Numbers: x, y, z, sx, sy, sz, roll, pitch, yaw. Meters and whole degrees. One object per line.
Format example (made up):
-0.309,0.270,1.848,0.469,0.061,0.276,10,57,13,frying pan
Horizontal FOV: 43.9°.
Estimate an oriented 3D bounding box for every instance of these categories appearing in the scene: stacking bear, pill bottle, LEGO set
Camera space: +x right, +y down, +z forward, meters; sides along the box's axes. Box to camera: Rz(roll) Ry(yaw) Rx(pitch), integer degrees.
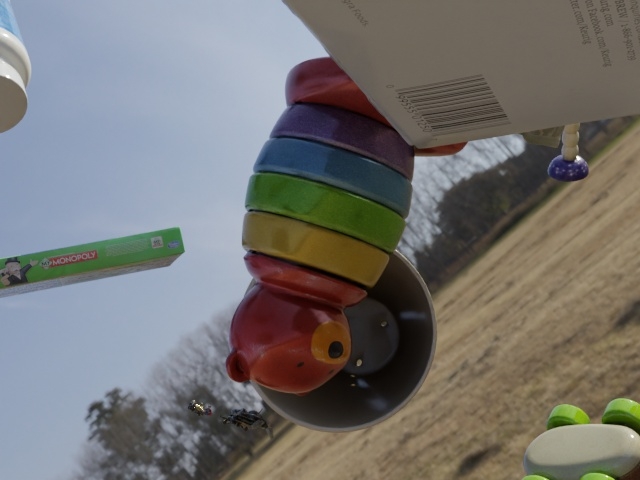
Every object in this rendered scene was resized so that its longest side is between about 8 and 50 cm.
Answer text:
0.000,0.000,0.733,0.175,0.164,0.288,24,-99,-46,stacking bear
-0.429,-0.235,0.978,0.124,0.221,0.124,-19,-36,-15,pill bottle
-0.080,0.160,0.734,0.054,0.083,0.023,121,171,-69,LEGO set

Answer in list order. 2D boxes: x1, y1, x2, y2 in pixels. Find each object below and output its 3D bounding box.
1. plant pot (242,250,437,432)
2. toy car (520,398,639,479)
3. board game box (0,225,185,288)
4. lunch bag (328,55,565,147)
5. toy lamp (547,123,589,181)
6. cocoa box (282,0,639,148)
0.042,0.135,1.138,0.256,0.256,0.274,-41,-13,2,plant pot
0.344,0.314,0.952,0.149,0.188,0.155,-19,19,42,toy car
-0.388,0.040,1.266,0.317,0.046,0.213,-11,-5,-18,board game box
0.179,-0.238,0.826,0.169,0.287,0.235,-135,59,-67,lunch bag
0.424,-0.237,1.336,0.080,0.080,0.274,-36,-47,-37,toy lamp
0.098,-0.233,0.435,0.232,0.227,0.347,-6,-19,26,cocoa box
